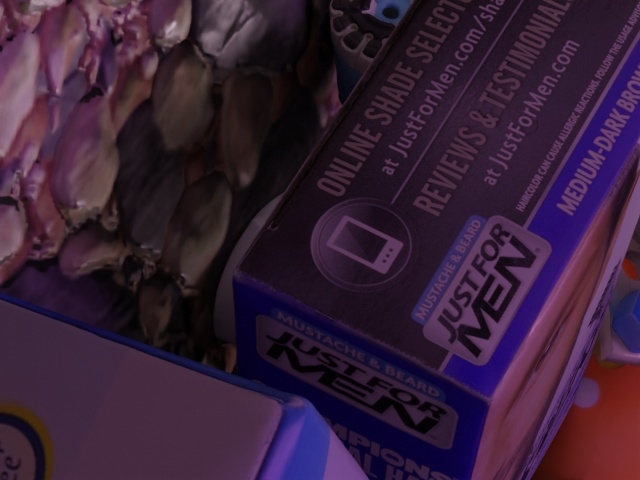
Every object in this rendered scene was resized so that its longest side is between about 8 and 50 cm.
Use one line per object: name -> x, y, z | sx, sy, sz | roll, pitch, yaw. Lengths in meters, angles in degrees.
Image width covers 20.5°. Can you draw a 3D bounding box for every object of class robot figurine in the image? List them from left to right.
robot figurine -> 0.157, 0.080, 1.021 | 0.128, 0.158, 0.219 | -50, -152, 18

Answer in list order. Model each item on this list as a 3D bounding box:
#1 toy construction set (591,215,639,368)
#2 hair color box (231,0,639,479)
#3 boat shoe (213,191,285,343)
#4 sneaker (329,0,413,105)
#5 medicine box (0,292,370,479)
toy construction set -> 0.187, -0.111, 0.930 | 0.215, 0.151, 0.328 | -17, 91, -29
hair color box -> 0.053, 0.046, 0.760 | 0.185, 0.110, 0.339 | -57, 164, -26
boat shoe -> 0.000, 0.000, 0.797 | 0.142, 0.040, 0.049 | -49, 147, -45
sneaker -> 0.047, -0.119, 0.827 | 0.162, 0.063, 0.073 | -51, 166, -34
medicine box -> -0.081, 0.197, 0.607 | 0.263, 0.149, 0.289 | -66, 156, -18
